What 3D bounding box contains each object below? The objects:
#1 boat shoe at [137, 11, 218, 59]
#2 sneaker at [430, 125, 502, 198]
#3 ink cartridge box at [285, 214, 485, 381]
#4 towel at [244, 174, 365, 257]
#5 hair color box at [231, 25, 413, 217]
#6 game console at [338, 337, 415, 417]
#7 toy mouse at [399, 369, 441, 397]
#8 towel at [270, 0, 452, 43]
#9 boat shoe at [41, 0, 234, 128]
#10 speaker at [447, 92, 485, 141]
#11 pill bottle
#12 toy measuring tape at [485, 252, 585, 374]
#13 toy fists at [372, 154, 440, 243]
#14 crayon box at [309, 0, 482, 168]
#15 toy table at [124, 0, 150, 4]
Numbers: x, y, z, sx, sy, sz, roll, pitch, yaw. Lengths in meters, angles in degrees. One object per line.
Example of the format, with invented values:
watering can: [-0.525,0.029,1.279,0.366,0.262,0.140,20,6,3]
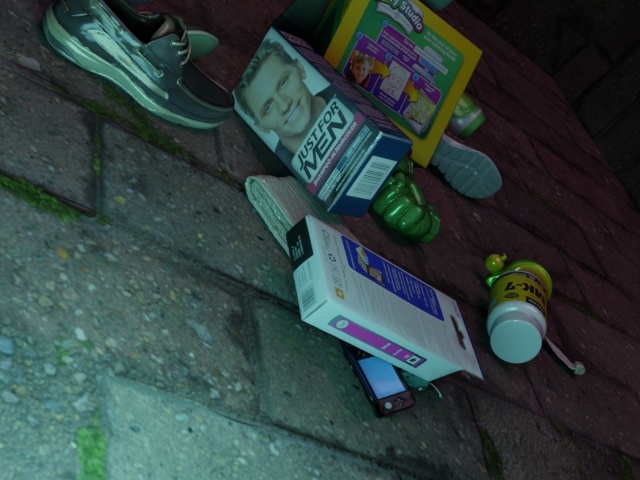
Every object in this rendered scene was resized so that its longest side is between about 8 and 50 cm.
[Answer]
boat shoe: [-0.274,-0.375,1.643,0.069,0.081,0.228,56,30,12]
sneaker: [0.329,-0.245,2.298,0.321,0.124,0.180,35,29,-21]
ink cartridge box: [0.107,0.108,1.435,0.371,0.069,0.176,28,33,-34]
towel: [0.000,0.000,1.556,0.282,0.049,0.187,54,26,18]
hair color box: [-0.010,-0.216,1.636,0.105,0.174,0.347,8,33,-50]
game console: [0.085,0.197,1.365,0.107,0.071,0.122,-11,58,-29]
toy mouse: [0.164,0.204,1.523,0.143,0.031,0.161,48,26,3]
towel: [0.099,-0.542,2.103,0.271,0.370,0.040,31,42,-29]
boat shoe: [-0.274,-0.303,1.485,0.355,0.130,0.132,26,33,-35]
speaker: [0.317,-0.406,2.508,0.296,0.131,0.131,46,26,0]
pill bottle: [0.399,0.154,1.841,0.119,0.119,0.208,42,26,-8]
toy measuring tape: [0.493,0.144,1.990,0.330,0.121,0.121,46,26,0]
toy fists: [0.152,-0.119,1.893,0.142,0.096,0.279,19,38,-41]
crayon box: [0.151,-0.384,2.029,0.363,0.313,0.106,30,-8,-30]
toy table: [-0.387,-0.536,1.552,0.274,0.252,0.161,28,45,-54]
